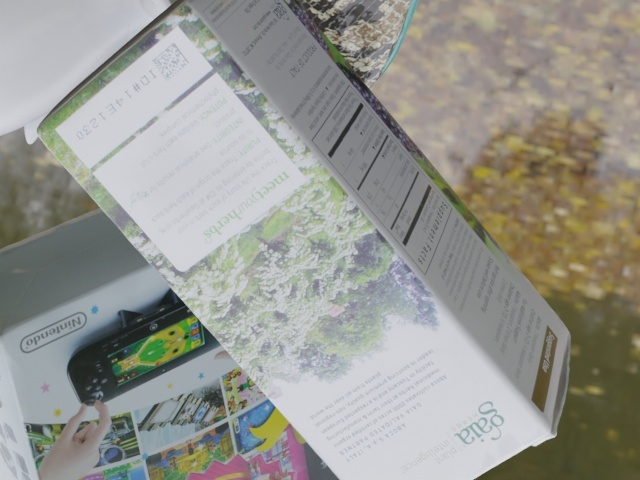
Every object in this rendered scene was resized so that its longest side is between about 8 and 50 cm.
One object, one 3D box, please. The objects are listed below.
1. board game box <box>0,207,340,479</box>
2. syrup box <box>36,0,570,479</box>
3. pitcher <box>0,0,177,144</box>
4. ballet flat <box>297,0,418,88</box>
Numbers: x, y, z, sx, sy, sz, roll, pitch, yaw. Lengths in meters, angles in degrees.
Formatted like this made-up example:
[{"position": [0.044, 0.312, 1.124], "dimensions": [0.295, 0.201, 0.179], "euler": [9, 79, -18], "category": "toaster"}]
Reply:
[{"position": [-0.069, 0.126, 0.846], "dimensions": [0.097, 0.224, 0.303], "euler": [24, 131, 49], "category": "board game box"}, {"position": [0.000, 0.000, 0.648], "dimensions": [0.093, 0.096, 0.237], "euler": [-36, 102, 26], "category": "syrup box"}, {"position": [-0.160, -0.113, 0.868], "dimensions": [0.207, 0.125, 0.178], "euler": [-19, 116, 10], "category": "pitcher"}, {"position": [-0.001, -0.294, 0.775], "dimensions": [0.164, 0.483, 0.182], "euler": [32, -153, 33], "category": "ballet flat"}]
